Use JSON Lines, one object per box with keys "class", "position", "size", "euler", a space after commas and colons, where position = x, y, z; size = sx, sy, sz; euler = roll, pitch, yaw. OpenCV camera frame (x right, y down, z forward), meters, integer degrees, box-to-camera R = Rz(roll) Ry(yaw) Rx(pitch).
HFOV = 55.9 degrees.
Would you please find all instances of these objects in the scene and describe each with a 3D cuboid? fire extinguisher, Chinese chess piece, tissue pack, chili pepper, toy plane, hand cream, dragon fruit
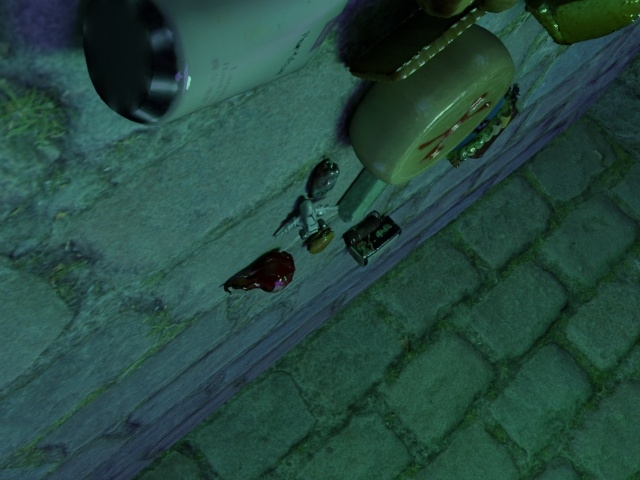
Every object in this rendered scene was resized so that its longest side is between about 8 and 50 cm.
{"class": "fire extinguisher", "position": [0.138, -0.043, 1.861], "size": [0.157, 0.045, 0.078], "euler": [-33, 143, -25]}
{"class": "Chinese chess piece", "position": [0.208, -0.256, 1.151], "size": [0.338, 0.140, 0.338], "euler": [-38, 166, -11]}
{"class": "tissue pack", "position": [0.180, 0.002, 2.013], "size": [0.170, 0.090, 0.103], "euler": [-40, 167, -10]}
{"class": "chili pepper", "position": [0.005, -0.120, 1.244], "size": [0.050, 0.041, 0.153], "euler": [9, 148, -13]}
{"class": "toy plane", "position": [-0.026, -0.047, 1.349], "size": [0.162, 0.066, 0.171], "euler": [-27, 169, -10]}
{"class": "hand cream", "position": [-0.067, -0.214, 0.615], "size": [0.358, 0.118, 0.185], "euler": [-36, 168, -48]}
{"class": "dragon fruit", "position": [-0.138, 0.093, 1.436], "size": [0.190, 0.094, 0.094], "euler": [-28, 162, -27]}
{"class": "fire extinguisher", "position": [0.500, -0.351, 1.746], "size": [0.104, 0.105, 0.269], "euler": [-31, 165, -35]}

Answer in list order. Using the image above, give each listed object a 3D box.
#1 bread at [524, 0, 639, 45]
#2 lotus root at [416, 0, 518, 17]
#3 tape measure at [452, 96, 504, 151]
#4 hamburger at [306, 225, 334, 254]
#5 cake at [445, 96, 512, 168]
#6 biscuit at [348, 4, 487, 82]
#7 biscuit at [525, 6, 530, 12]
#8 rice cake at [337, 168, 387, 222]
{"class": "bread", "position": [0.515, -0.478, 1.133], "size": [0.186, 0.124, 0.257], "euler": [-59, -158, -3]}
{"class": "lotus root", "position": [0.184, -0.360, 0.678], "size": [0.193, 0.193, 0.291], "euler": [-41, 166, 1]}
{"class": "tape measure", "position": [0.316, -0.268, 1.526], "size": [0.215, 0.098, 0.351], "euler": [-25, 162, -47]}
{"class": "hamburger", "position": [0.000, 0.000, 1.607], "size": [0.083, 0.044, 0.076], "euler": [-46, 165, 30]}
{"class": "cake", "position": [0.411, -0.302, 1.636], "size": [0.225, 0.109, 0.090], "euler": [-44, 167, 11]}
{"class": "biscuit", "position": [0.165, -0.312, 0.880], "size": [0.254, 0.029, 0.172], "euler": [-39, -153, -5]}
{"class": "biscuit", "position": [0.564, -0.593, 1.333], "size": [0.232, 0.013, 0.236], "euler": [-50, 163, 32]}
{"class": "rice cake", "position": [0.112, -0.122, 1.481], "size": [0.069, 0.063, 0.206], "euler": [-20, 155, -42]}
